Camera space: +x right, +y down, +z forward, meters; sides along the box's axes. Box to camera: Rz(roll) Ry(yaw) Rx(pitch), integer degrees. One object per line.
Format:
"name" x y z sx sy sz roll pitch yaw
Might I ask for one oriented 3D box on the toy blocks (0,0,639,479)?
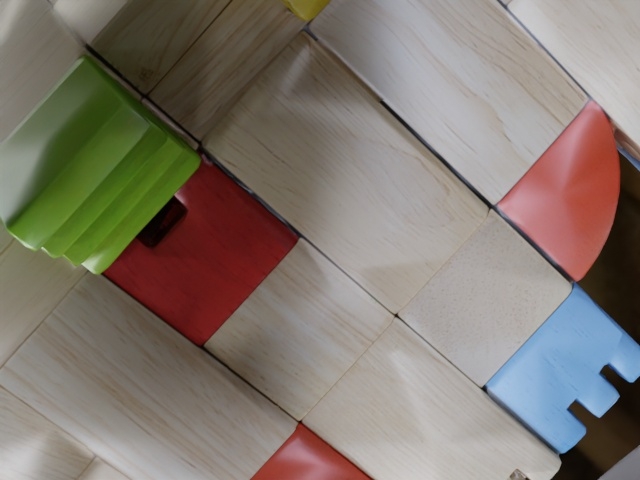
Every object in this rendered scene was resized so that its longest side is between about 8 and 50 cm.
"toy blocks" 0.000 0.000 0.619 0.381 0.261 0.191 -47 -150 3

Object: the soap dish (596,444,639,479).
"soap dish" 0.051 0.193 0.380 0.291 0.118 0.229 -49 -162 34
